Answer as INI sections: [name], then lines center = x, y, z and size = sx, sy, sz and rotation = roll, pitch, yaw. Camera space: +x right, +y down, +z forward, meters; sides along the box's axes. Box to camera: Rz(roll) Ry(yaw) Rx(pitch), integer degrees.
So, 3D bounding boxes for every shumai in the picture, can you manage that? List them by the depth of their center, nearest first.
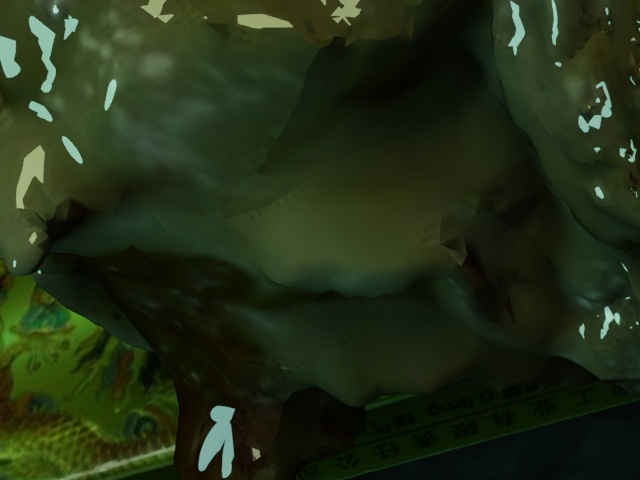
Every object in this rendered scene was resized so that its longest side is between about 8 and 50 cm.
[shumai]
center = 0.017, -0.071, 0.448
size = 0.262, 0.267, 0.314
rotation = -17, 85, 24

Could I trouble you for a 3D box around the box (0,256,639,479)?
[box]
center = 0.000, 0.000, 0.587
size = 0.311, 0.043, 0.173
rotation = -17, 47, 8
